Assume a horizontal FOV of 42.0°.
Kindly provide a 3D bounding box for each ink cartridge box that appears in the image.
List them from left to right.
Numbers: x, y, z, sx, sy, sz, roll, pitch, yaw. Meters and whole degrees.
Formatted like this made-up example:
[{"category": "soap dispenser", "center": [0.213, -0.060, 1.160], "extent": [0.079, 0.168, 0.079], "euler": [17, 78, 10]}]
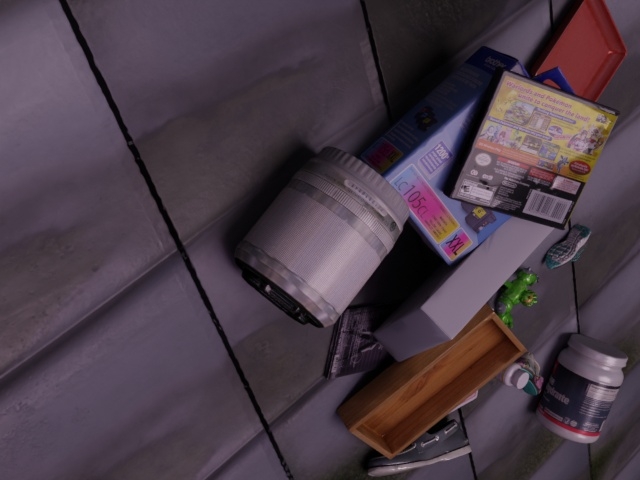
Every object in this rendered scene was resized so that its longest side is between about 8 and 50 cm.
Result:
[{"category": "ink cartridge box", "center": [0.308, -0.181, 1.616], "extent": [0.395, 0.151, 0.270], "euler": [-42, 121, 1]}]

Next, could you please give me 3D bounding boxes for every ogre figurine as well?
[{"category": "ogre figurine", "center": [0.487, 0.145, 2.102], "extent": [0.197, 0.097, 0.118], "euler": [-33, 150, -6]}]

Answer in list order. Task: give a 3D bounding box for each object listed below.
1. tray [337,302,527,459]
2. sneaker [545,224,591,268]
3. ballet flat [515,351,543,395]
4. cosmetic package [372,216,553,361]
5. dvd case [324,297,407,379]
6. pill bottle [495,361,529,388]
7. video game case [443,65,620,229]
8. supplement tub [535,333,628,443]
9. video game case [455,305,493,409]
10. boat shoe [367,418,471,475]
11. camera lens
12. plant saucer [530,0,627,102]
[{"category": "tray", "center": [0.254, 0.314, 1.895], "extent": [0.411, 0.076, 0.203], "euler": [-40, 135, 7]}, {"category": "sneaker", "center": [0.664, 0.034, 2.226], "extent": [0.166, 0.065, 0.076], "euler": [-37, 136, -21]}, {"category": "ballet flat", "center": [0.571, 0.356, 2.307], "extent": [0.221, 0.077, 0.079], "euler": [49, 58, -50]}, {"category": "cosmetic package", "center": [0.304, 0.079, 1.756], "extent": [0.377, 0.097, 0.284], "euler": [-43, 176, -23]}, {"category": "dvd case", "center": [0.109, 0.214, 1.839], "extent": [0.221, 0.018, 0.164], "euler": [-4, 112, -41]}, {"category": "pill bottle", "center": [0.482, 0.339, 2.174], "extent": [0.065, 0.116, 0.065], "euler": [-21, 125, -34]}, {"category": "video game case", "center": [0.392, -0.163, 1.546], "extent": [0.275, 0.035, 0.248], "euler": [14, 108, -24]}, {"category": "supplement tub", "center": [0.758, 0.429, 2.421], "extent": [0.191, 0.191, 0.272], "euler": [7, 106, -44]}, {"category": "video game case", "center": [0.326, 0.309, 2.034], "extent": [0.204, 0.025, 0.285], "euler": [-20, 127, -33]}, {"category": "boat shoe", "center": [0.238, 0.517, 2.084], "extent": [0.319, 0.116, 0.099], "euler": [-3, 70, -34]}, {"category": "camera lens", "center": [0.000, 0.000, 1.481], "extent": [0.274, 0.219, 0.219], "euler": [-52, 136, -9]}, {"category": "plant saucer", "center": [0.592, -0.414, 1.935], "extent": [0.258, 0.048, 0.259], "euler": [-56, 136, -4]}]
